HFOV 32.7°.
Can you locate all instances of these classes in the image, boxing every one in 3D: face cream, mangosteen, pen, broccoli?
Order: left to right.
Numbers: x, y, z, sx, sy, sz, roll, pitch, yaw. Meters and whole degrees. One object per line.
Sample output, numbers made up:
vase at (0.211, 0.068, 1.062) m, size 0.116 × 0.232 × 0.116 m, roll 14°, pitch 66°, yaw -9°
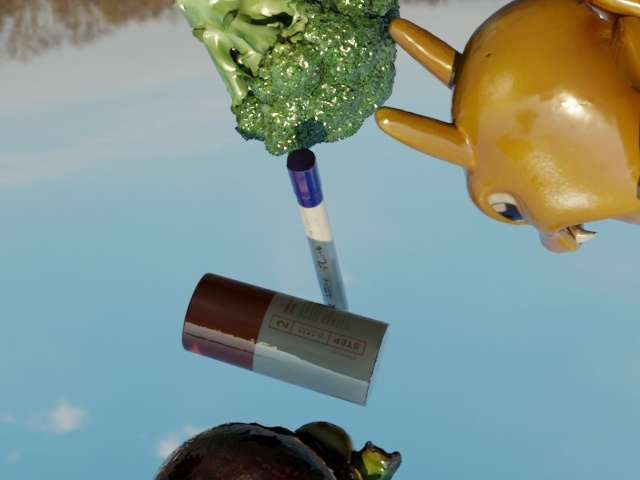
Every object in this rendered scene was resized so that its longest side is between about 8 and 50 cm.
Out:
mangosteen at (-0.044, 0.241, 0.902) m, size 0.216 × 0.216 × 0.216 m, roll -4°, pitch -162°, yaw 1°
face cream at (-0.038, 0.108, 1.208) m, size 0.214 × 0.095 × 0.096 m, roll 16°, pitch -159°, yaw 9°
broccoli at (-0.036, -0.236, 1.264) m, size 0.270 × 0.270 × 0.270 m, roll 28°, pitch -163°, yaw -6°
pen at (0.000, 0.000, 1.210) m, size 0.033 × 0.269 × 0.033 m, roll -5°, pitch -129°, yaw 7°

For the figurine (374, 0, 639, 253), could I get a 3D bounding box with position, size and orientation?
figurine at (0.265, -0.172, 0.936) m, size 0.387 × 0.401 × 0.268 m, roll -28°, pitch -178°, yaw 36°
